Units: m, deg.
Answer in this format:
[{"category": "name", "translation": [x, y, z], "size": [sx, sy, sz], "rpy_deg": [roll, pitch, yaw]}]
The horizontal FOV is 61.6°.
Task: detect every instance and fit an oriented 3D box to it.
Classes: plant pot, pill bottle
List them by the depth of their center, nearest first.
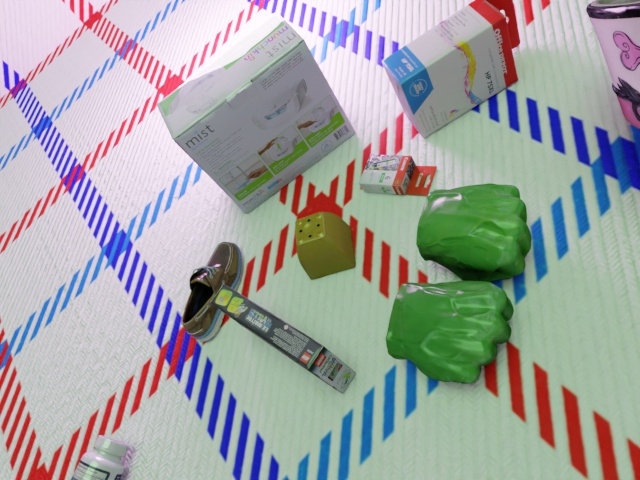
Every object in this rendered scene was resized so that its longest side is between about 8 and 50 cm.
[{"category": "pill bottle", "translation": [-0.341, 0.362, 0.813], "size": [0.067, 0.067, 0.120], "rpy_deg": [6, 63, 31]}, {"category": "plant pot", "translation": [0.000, 0.000, 0.851], "size": [0.081, 0.083, 0.081], "rpy_deg": [-18, 53, 18]}]

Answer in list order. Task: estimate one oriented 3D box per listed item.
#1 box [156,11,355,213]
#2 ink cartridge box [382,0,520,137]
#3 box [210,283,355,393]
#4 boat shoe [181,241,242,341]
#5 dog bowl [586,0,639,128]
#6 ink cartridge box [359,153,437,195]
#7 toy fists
[{"category": "box", "translation": [-0.106, -0.214, 0.951], "size": [0.262, 0.231, 0.127], "rpy_deg": [-37, 50, 4]}, {"category": "ink cartridge box", "translation": [0.234, -0.290, 0.877], "size": [0.231, 0.134, 0.078], "rpy_deg": [-31, 50, 8]}, {"category": "box", "translation": [-0.056, 0.139, 0.772], "size": [0.207, 0.114, 0.036], "rpy_deg": [25, 74, 37]}, {"category": "boat shoe", "translation": [-0.184, 0.075, 0.913], "size": [0.066, 0.066, 0.183], "rpy_deg": [-4, 59, 26]}, {"category": "dog bowl", "translation": [0.513, -0.226, 0.572], "size": [0.408, 0.150, 0.408], "rpy_deg": [-13, 20, 5]}, {"category": "ink cartridge box", "translation": [0.127, -0.109, 0.887], "size": [0.115, 0.029, 0.063], "rpy_deg": [8, 64, 32]}, {"category": "toy fists", "translation": [0.195, 0.050, 0.709], "size": [0.142, 0.096, 0.279], "rpy_deg": [3, 63, 41]}]
